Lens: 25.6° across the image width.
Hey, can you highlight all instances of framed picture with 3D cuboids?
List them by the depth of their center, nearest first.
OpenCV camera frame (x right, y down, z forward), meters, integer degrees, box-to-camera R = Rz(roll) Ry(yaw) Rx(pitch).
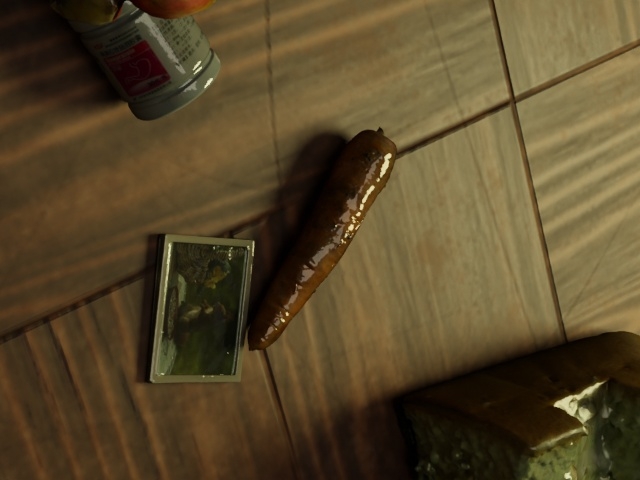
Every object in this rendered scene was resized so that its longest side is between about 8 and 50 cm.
[{"bbox_3d":[-0.071,0.042,0.840,0.066,0.007,0.089,5,93,-38],"label":"framed picture"}]

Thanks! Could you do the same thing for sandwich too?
[{"bbox_3d":[0.181,0.137,0.970,0.236,0.128,0.122,-17,113,-34],"label":"sandwich"}]

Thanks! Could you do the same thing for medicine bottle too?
[{"bbox_3d":[-0.101,-0.117,0.766,0.058,0.058,0.091,-46,120,-24],"label":"medicine bottle"}]

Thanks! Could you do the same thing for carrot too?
[{"bbox_3d":[0.001,0.000,0.872,0.036,0.036,0.165,39,73,-33],"label":"carrot"}]

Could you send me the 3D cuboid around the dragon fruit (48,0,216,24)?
[{"bbox_3d":[-0.026,-0.254,0.692,0.243,0.227,0.307,-6,67,-10],"label":"dragon fruit"}]
